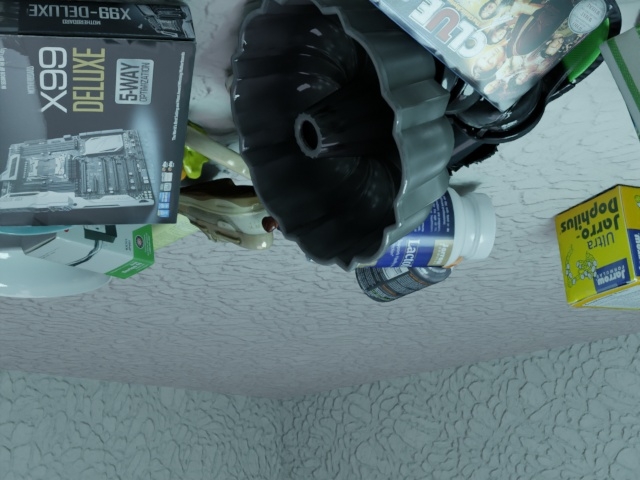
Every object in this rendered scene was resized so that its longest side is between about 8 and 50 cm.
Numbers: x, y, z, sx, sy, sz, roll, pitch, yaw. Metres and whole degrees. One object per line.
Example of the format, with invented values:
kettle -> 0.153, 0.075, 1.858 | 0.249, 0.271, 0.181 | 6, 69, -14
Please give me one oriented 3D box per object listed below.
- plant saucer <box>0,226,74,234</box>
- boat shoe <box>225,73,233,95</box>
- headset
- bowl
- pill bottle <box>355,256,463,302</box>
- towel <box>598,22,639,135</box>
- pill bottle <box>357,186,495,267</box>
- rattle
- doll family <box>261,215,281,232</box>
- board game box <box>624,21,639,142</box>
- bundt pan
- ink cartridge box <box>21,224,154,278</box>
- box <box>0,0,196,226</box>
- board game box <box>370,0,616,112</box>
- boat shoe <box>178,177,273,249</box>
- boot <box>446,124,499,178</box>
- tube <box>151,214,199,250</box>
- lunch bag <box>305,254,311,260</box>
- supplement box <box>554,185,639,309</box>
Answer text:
plant saucer -> -0.371, -0.131, 1.219 | 0.317, 0.044, 0.318 | -18, 143, -14
boat shoe -> -0.018, -0.153, 1.310 | 0.116, 0.097, 0.324 | -15, 159, 28
headset -> 0.189, -0.181, 1.128 | 0.394, 0.185, 0.243 | -31, 149, 33
bowl -> -0.523, 0.003, 1.629 | 0.297, 0.134, 0.298 | -3, 161, -1
pill bottle -> 0.191, 0.041, 1.888 | 0.130, 0.131, 0.245 | 9, 159, -33
towel -> 0.505, -0.190, 0.996 | 0.324, 0.248, 0.038 | -26, 169, 27
pill bottle -> 0.172, -0.027, 1.647 | 0.264, 0.153, 0.153 | 0, 162, -12
rattle -> -0.147, -0.082, 1.331 | 0.199, 0.143, 0.130 | 31, 166, 2
doll family -> -0.011, -0.056, 1.304 | 0.111, 0.076, 0.193 | -25, 155, -37
board game box -> 0.470, -0.122, 1.168 | 0.053, 0.305, 0.193 | -15, 161, 5
bundt pan -> 0.032, -0.137, 1.068 | 0.124, 0.331, 0.331 | -21, 173, -33
ink cartridge box -> -0.385, -0.036, 1.505 | 0.086, 0.153, 0.208 | -23, 155, 32
box -> -0.289, -0.148, 1.117 | 0.242, 0.077, 0.307 | -1, 138, -17
board game box -> 0.176, -0.255, 0.942 | 0.243, 0.042, 0.165 | 29, 118, -38
boat shoe -> -0.165, -0.041, 1.473 | 0.109, 0.098, 0.302 | -18, -164, -30
boot -> 0.195, -0.134, 1.393 | 0.207, 0.094, 0.246 | -37, 177, 26
tube -> -0.325, -0.010, 1.766 | 0.240, 0.062, 0.070 | -20, -160, 30
lunch bag -> 0.000, 0.000, 1.822 | 0.083, 0.071, 0.053 | -16, 159, 36
supplement box -> 0.686, 0.026, 1.841 | 0.356, 0.195, 0.194 | 5, 160, -26
